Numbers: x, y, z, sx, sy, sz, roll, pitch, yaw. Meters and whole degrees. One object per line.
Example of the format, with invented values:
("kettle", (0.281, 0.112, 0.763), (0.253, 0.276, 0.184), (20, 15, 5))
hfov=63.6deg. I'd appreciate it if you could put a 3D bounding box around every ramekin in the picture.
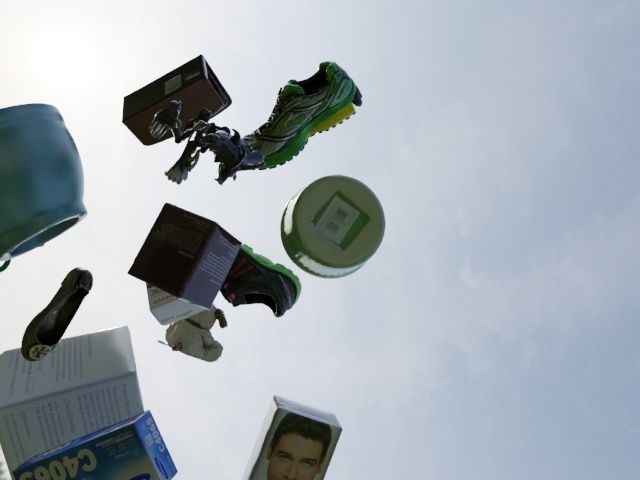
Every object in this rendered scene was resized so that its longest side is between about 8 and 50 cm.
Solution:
("ramekin", (0.041, -0.044, 1.504), (0.303, 0.304, 0.148), (66, -15, 4))

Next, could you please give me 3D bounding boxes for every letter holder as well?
("letter holder", (-0.453, -0.419, 1.687), (0.214, 0.302, 0.152), (56, 12, -46))

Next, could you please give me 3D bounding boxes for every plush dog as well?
("plush dog", (-0.498, 0.337, 2.047), (0.263, 0.210, 0.225), (22, -101, 15))

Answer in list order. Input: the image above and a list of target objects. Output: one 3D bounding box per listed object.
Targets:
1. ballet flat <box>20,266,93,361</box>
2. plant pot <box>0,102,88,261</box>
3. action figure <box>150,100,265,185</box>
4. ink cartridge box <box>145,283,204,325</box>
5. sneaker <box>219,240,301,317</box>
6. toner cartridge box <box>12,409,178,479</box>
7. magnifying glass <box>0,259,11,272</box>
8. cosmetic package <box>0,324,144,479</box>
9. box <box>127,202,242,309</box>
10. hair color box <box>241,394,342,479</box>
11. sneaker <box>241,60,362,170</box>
("ballet flat", (-0.608, 0.177, 1.204), (0.058, 0.084, 0.249), (29, -96, 34))
("plant pot", (-0.556, -0.086, 0.937), (0.293, 0.293, 0.196), (-25, -81, 48))
("action figure", (-0.219, -0.171, 1.015), (0.276, 0.164, 0.140), (40, -68, 39))
("ink cartridge box", (-0.478, 0.138, 1.704), (0.100, 0.172, 0.237), (73, -7, -49))
("sneaker", (-0.304, 0.128, 1.861), (0.483, 0.202, 0.185), (25, -29, -3))
("toner cartridge box", (-0.520, 0.534, 1.189), (0.348, 0.075, 0.165), (-25, -89, 12))
("magnifying glass", (-0.920, -0.006, 1.359), (0.231, 0.092, 0.026), (51, -18, -17))
("cosmetic package", (-0.786, 0.525, 1.662), (0.327, 0.394, 0.329), (-142, -133, -58))
("box", (-0.336, 0.042, 1.307), (0.167, 0.168, 0.203), (21, -102, 19))
("hair color box", (-0.100, 0.626, 1.369), (0.113, 0.186, 0.374), (-173, -76, -80))
("sneaker", (-0.079, -0.298, 1.218), (0.344, 0.146, 0.134), (-36, -134, 6))
